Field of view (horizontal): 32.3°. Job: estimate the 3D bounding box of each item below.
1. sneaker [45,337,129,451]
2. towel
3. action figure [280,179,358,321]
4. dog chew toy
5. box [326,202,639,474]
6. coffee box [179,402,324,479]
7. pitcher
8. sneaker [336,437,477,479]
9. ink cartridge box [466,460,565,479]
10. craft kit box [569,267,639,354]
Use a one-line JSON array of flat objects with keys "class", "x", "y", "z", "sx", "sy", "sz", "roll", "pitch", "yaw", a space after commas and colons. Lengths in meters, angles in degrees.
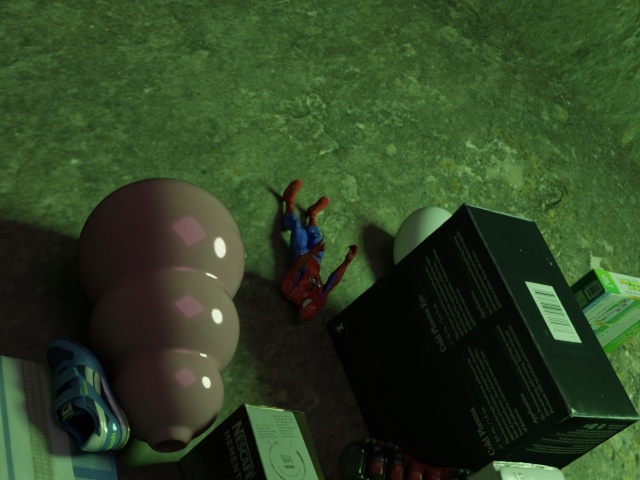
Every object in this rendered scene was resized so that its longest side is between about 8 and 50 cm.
[{"class": "sneaker", "x": -0.265, "y": 0.169, "z": 1.210, "sx": 0.059, "sy": 0.053, "sz": 0.144, "roll": -9, "pitch": 59, "yaw": -55}, {"class": "towel", "x": -0.340, "y": 0.205, "z": 1.150, "sx": 0.285, "sy": 0.034, "sz": 0.209, "roll": 19, "pitch": 39, "yaw": -41}, {"class": "action figure", "x": 0.000, "y": 0.000, "z": 1.698, "sx": 0.091, "sy": 0.139, "sz": 0.280, "roll": 29, "pitch": 38, "yaw": -25}, {"class": "dog chew toy", "x": -0.188, "y": 0.091, "z": 1.318, "sx": 0.207, "sy": 0.206, "sz": 0.332, "roll": 21, "pitch": 49, "yaw": -36}, {"class": "box", "x": 0.219, "y": 0.181, "z": 1.584, "sx": 0.179, "sy": 0.312, "sz": 0.343, "roll": 11, "pitch": 47, "yaw": -45}, {"class": "coffee box", "x": -0.060, "y": 0.328, "z": 1.248, "sx": 0.098, "sy": 0.141, "sz": 0.246, "roll": 15, "pitch": 44, "yaw": -42}, {"class": "pitcher", "x": 0.196, "y": 0.060, "z": 1.896, "sx": 0.178, "sy": 0.125, "sz": 0.207, "roll": 51, "pitch": 35, "yaw": -37}, {"class": "sneaker", "x": 0.142, "y": 0.353, "z": 1.437, "sx": 0.276, "sy": 0.135, "sz": 0.097, "roll": 19, "pitch": 44, "yaw": -1}, {"class": "ink cartridge box", "x": 0.172, "y": 0.425, "z": 1.261, "sx": 0.131, "sy": 0.306, "sz": 0.226, "roll": 14, "pitch": 45, "yaw": -42}, {"class": "craft kit box", "x": 0.475, "y": 0.154, "z": 1.983, "sx": 0.247, "sy": 0.250, "sz": 0.061, "roll": 14, "pitch": 43, "yaw": -43}]
